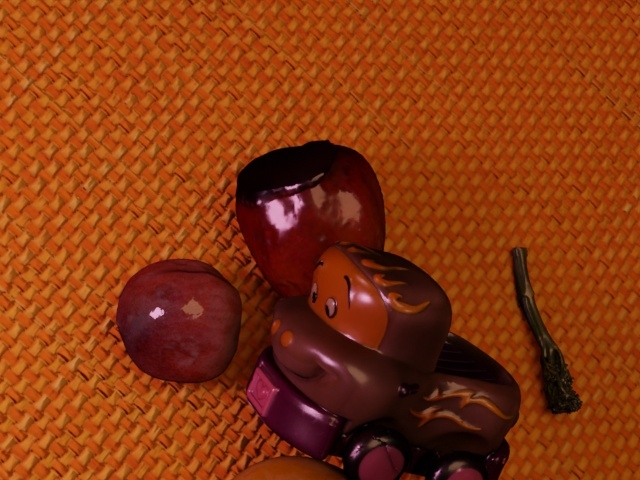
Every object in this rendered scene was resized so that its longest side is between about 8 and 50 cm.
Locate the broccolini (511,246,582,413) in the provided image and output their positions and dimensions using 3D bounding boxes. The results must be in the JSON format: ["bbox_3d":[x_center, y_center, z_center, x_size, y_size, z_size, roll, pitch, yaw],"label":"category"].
[{"bbox_3d":[0.298,0.121,2.237,0.054,0.051,0.239,-9,71,-22],"label":"broccolini"}]

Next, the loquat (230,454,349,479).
[{"bbox_3d":[-0.023,0.361,1.894,0.235,0.235,0.235,8,71,-24],"label":"loquat"}]

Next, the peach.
[{"bbox_3d":[-0.175,0.092,1.965,0.152,0.152,0.152,8,71,-24],"label":"peach"}]

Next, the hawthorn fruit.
[{"bbox_3d":[0.000,0.000,2.047,0.189,0.189,0.251,-18,89,-29],"label":"hawthorn fruit"}]

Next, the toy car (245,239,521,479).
[{"bbox_3d":[0.092,0.147,1.948,0.341,0.271,0.240,17,104,-30],"label":"toy car"}]
